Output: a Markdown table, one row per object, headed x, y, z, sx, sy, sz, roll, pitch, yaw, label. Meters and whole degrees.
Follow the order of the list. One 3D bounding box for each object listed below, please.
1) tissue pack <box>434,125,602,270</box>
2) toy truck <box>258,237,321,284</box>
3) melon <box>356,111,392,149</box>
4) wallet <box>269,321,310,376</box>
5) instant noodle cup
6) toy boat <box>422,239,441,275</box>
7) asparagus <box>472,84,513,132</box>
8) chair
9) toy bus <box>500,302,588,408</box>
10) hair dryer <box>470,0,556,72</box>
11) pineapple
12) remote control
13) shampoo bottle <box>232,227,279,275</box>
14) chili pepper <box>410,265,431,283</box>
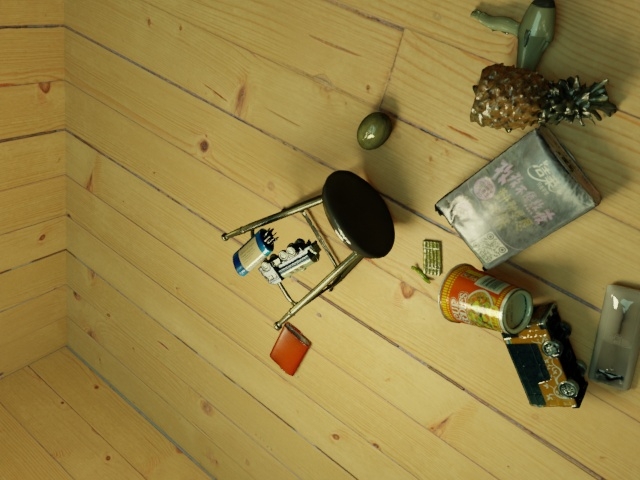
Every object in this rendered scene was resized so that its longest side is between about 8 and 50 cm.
| x | y | z | sx | sy | sz | roll | pitch | yaw | label |
| --- | --- | --- | --- | --- | --- | --- | --- | --- | --- |
| 0.527 | -0.106 | 1.475 | 0.259 | 0.122 | 0.361 | 52 | 128 | 4 | tissue pack |
| -0.086 | 0.059 | 1.595 | 0.201 | 0.074 | 0.088 | -29 | 98 | 31 | toy truck |
| 0.163 | -0.333 | 1.655 | 0.098 | 0.098 | 0.131 | 47 | 129 | 11 | melon |
| -0.127 | 0.450 | 2.237 | 0.142 | 0.045 | 0.204 | 39 | 127 | 19 | wallet |
| 0.477 | 0.174 | 1.537 | 0.212 | 0.193 | 0.193 | 16 | 120 | 56 | instant noodle cup |
| 0.356 | 0.056 | 1.731 | 0.063 | 0.016 | 0.115 | 8 | 114 | 34 | toy boat |
| 0.467 | -0.360 | 1.464 | 0.165 | 0.030 | 0.036 | 50 | 140 | 8 | asparagus |
| 0.000 | 0.000 | 1.766 | 0.410 | 0.364 | 0.362 | -32 | 88 | 36 | chair |
| 0.643 | 0.331 | 1.560 | 0.167 | 0.138 | 0.275 | -16 | 101 | 41 | toy bus |
| 0.487 | -0.488 | 1.377 | 0.225 | 0.088 | 0.219 | 12 | 120 | 47 | hair dryer |
| 0.545 | -0.334 | 1.312 | 0.340 | 0.169 | 0.169 | 11 | 117 | 11 | pineapple |
| 0.804 | 0.269 | 1.465 | 0.109 | 0.055 | 0.313 | 14 | 117 | 32 | remote control |
| -0.196 | 0.029 | 1.645 | 0.183 | 0.050 | 0.087 | -40 | 55 | 31 | shampoo bottle |
| 0.327 | 0.112 | 1.768 | 0.083 | 0.030 | 0.017 | 42 | 110 | 8 | chili pepper |
